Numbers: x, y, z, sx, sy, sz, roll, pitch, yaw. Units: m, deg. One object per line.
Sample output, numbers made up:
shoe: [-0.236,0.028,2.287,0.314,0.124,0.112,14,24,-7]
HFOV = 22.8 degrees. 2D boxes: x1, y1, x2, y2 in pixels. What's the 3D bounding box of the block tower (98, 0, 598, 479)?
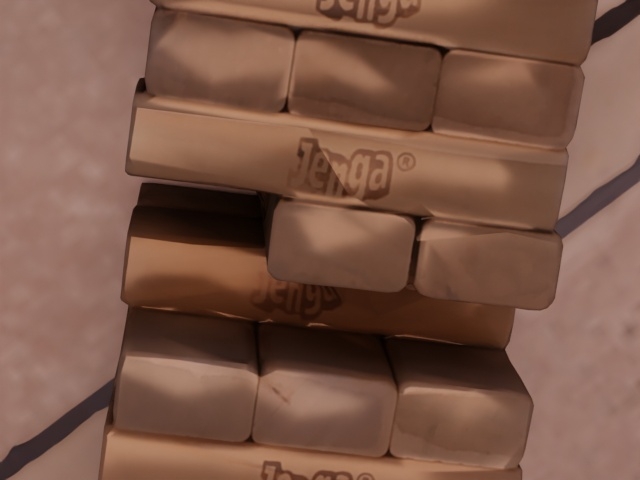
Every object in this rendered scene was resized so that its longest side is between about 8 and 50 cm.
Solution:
block tower: [0.000,0.000,0.356,0.091,0.097,0.335,6,103,-6]
